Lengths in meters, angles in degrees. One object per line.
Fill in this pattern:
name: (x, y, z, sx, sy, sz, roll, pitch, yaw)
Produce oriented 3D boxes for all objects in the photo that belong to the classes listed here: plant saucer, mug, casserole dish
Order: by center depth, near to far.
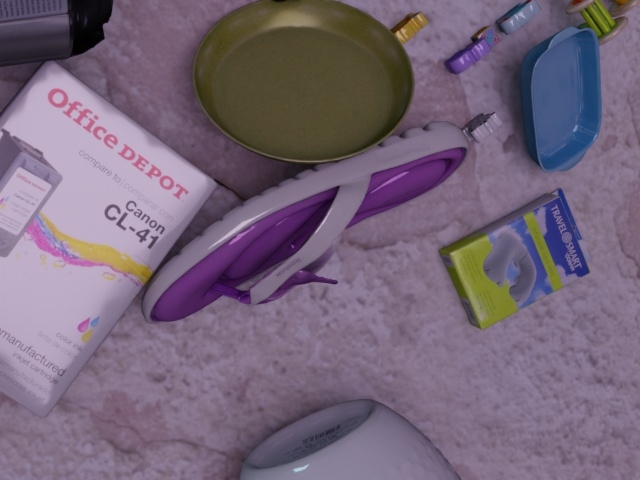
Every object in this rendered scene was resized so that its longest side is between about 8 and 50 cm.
plant saucer: (-0.019, -0.170, 1.247, 0.241, 0.037, 0.241, 2, 55, -3)
mug: (0.012, 0.374, 1.272, 0.374, 0.276, 0.328, -22, 96, 19)
casserole dish: (0.281, -0.169, 1.352, 0.114, 0.037, 0.188, -33, 132, -24)

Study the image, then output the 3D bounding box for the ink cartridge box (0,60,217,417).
ink cartridge box: (-0.290, -0.006, 1.200, 0.226, 0.131, 0.306, 37, 87, -15)

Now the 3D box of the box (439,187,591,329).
box: (0.246, 0.021, 1.394, 0.178, 0.042, 0.109, -27, 102, -10)

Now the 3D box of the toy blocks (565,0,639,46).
toy blocks: (0.312, -0.319, 1.353, 0.148, 0.054, 0.123, 50, 51, -14)

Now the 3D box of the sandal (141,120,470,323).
sandal: (0.000, -0.006, 1.250, 0.416, 0.169, 0.102, -29, 70, -12)

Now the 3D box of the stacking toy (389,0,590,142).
stacking toy: (0.205, -0.243, 1.351, 0.221, 0.052, 0.167, -41, 104, -9)

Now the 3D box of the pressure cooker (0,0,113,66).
pressure cooker: (-0.415, -0.322, 1.006, 0.420, 0.375, 0.370, -11, 99, -15)
